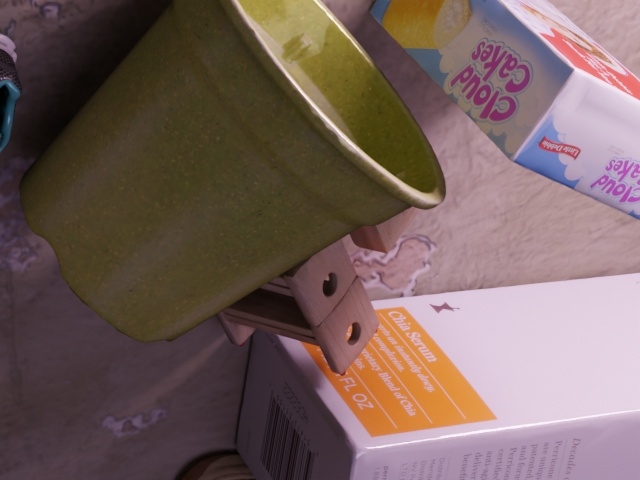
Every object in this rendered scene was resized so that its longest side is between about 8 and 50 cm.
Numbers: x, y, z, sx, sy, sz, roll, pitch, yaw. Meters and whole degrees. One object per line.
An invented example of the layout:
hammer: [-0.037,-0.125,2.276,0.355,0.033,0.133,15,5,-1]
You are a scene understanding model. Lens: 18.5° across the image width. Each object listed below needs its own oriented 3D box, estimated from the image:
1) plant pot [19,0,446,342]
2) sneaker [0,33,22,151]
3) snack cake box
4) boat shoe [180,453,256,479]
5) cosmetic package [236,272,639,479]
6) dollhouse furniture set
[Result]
plant pot: [-0.086,-0.060,1.536,0.254,0.276,0.276,-39,131,15]
sneaker: [-0.277,-0.077,1.522,0.065,0.076,0.166,10,115,-31]
snack cake box: [0.169,-0.136,1.592,0.152,0.264,0.089,24,108,-36]
boat shoe: [0.030,0.276,1.881,0.342,0.123,0.123,7,117,-31]
cosmetic package: [0.177,0.166,1.819,0.453,0.230,0.161,-5,122,-26]
dollhouse furniture set: [0.000,0.000,1.711,0.183,0.129,0.129,-52,137,-29]
